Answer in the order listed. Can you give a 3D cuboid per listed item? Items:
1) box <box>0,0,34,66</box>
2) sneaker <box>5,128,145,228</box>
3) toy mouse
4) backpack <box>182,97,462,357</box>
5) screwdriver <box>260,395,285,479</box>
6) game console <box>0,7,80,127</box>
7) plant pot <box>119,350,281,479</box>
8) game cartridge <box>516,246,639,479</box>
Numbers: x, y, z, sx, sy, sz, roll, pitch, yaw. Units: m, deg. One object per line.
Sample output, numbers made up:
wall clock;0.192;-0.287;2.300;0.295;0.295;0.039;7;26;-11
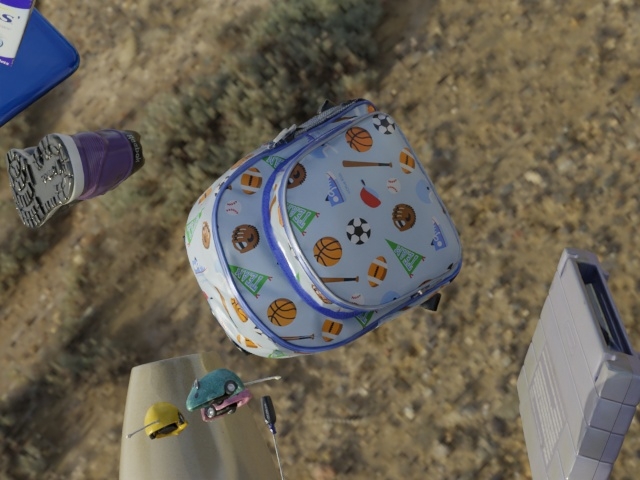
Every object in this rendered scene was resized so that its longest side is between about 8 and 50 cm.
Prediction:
box;-0.347;-0.254;1.130;0.137;0.126;0.072;136;150;-58
sneaker;-0.311;-0.083;1.457;0.124;0.107;0.283;-16;6;-31
toy mouse;-0.108;0.156;1.143;0.143;0.161;0.031;-28;74;7
backpack;0.000;0.000;1.215;0.263;0.276;0.213;-31;-1;-20
screwdriver;-0.077;0.358;2.023;0.025;0.024;0.170;-15;74;-11
game console;-0.470;-0.198;1.388;0.173;0.293;0.250;-27;-24;-46
plant pot;-0.186;0.307;1.653;0.256;0.256;0.274;-17;80;36
game cartridge;0.310;0.177;1.385;0.355;0.068;0.230;-79;0;-68
